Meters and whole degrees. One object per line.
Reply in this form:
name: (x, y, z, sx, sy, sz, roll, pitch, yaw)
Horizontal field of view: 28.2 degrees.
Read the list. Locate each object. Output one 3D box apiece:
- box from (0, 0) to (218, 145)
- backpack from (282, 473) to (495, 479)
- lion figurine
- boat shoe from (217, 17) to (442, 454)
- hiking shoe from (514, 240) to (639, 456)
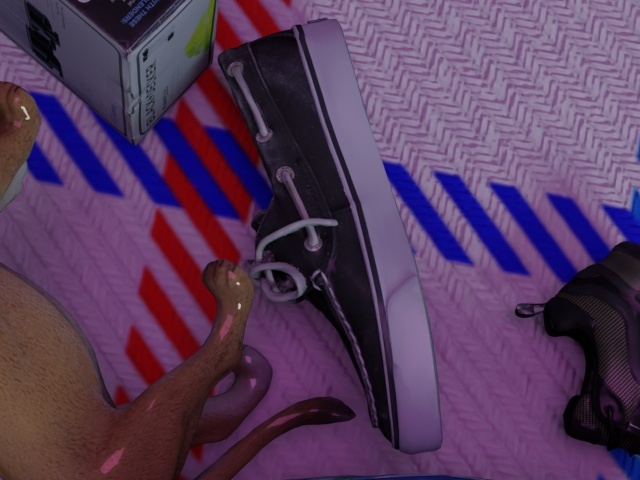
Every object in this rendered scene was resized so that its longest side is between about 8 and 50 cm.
box: (-0.202, -0.207, 0.834, 0.290, 0.169, 0.087, 40, 74, 5)
backpack: (0.070, 0.263, 0.729, 0.356, 0.273, 0.290, 16, 91, 11)
lion figurine: (-0.177, 0.076, 0.729, 0.392, 0.142, 0.240, 37, 62, -12)
boat shoe: (0.000, -0.002, 0.836, 0.105, 0.113, 0.306, -15, 76, -3)
hiking shoe: (0.224, 0.119, 0.855, 0.114, 0.086, 0.227, -29, 75, 1)
